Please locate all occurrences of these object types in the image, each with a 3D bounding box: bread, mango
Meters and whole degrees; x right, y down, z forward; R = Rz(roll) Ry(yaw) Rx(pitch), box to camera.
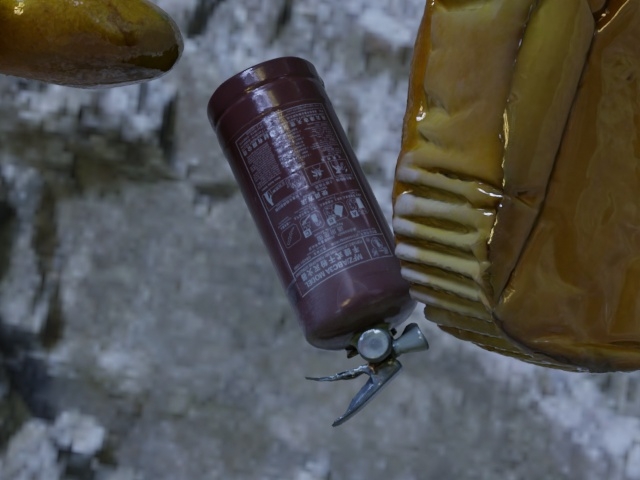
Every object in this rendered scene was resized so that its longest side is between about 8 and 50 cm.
[{"bbox_3d":[0.155,-0.068,1.009,0.156,0.204,0.288,-166,82,-66],"label":"bread"},{"bbox_3d":[-0.180,-0.150,1.186,0.115,0.165,0.089,142,142,-85],"label":"mango"}]

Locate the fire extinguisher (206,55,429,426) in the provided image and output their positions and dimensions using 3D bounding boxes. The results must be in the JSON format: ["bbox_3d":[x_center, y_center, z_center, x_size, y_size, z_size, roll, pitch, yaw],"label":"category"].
[{"bbox_3d":[0.000,0.000,1.247,0.105,0.104,0.269,84,163,-70],"label":"fire extinguisher"}]
